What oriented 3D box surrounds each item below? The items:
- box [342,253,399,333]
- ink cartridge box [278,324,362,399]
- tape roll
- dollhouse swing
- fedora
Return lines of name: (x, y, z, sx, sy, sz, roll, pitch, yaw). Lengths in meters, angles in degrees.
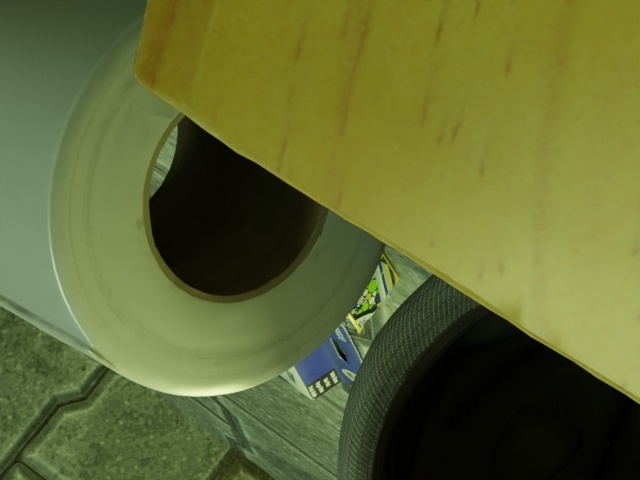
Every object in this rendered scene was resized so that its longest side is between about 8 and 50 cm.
box: (0.000, 0.000, 1.251, 0.054, 0.059, 0.169, 27, 162, 35)
ink cartridge box: (-0.055, 0.089, 1.693, 0.224, 0.045, 0.223, 31, 164, 26)
tape roll: (-0.095, -0.046, 0.966, 0.169, 0.246, 0.246, 20, 158, 48)
dollhouse swing: (0.173, -0.082, 0.576, 0.346, 0.305, 0.315, 32, 123, 23)
fedora: (0.141, 0.124, 1.008, 0.243, 0.275, 0.124, 28, -170, 8)
